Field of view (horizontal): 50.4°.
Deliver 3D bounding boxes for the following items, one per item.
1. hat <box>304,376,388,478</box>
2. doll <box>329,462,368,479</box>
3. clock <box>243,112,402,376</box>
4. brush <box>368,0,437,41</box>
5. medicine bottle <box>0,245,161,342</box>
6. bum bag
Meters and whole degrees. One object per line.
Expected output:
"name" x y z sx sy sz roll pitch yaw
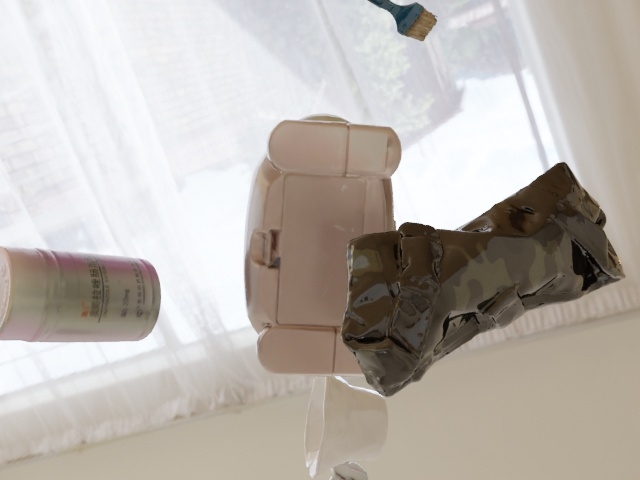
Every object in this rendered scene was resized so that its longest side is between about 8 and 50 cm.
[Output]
"hat" 0.048 0.324 1.220 0.126 0.203 0.203 7 -170 -8
"doll" 0.028 0.598 1.402 0.271 0.208 0.144 -47 -171 11
"clock" 0.000 0.000 0.889 0.184 0.342 0.326 9 -175 -1
"brush" 0.097 -0.345 0.996 0.051 0.164 0.014 -52 -152 29
"medicine bottle" -0.410 0.092 1.122 0.152 0.152 0.254 -11 167 42
"bum bag" 0.161 0.027 0.670 0.340 0.144 0.095 -21 175 -22
